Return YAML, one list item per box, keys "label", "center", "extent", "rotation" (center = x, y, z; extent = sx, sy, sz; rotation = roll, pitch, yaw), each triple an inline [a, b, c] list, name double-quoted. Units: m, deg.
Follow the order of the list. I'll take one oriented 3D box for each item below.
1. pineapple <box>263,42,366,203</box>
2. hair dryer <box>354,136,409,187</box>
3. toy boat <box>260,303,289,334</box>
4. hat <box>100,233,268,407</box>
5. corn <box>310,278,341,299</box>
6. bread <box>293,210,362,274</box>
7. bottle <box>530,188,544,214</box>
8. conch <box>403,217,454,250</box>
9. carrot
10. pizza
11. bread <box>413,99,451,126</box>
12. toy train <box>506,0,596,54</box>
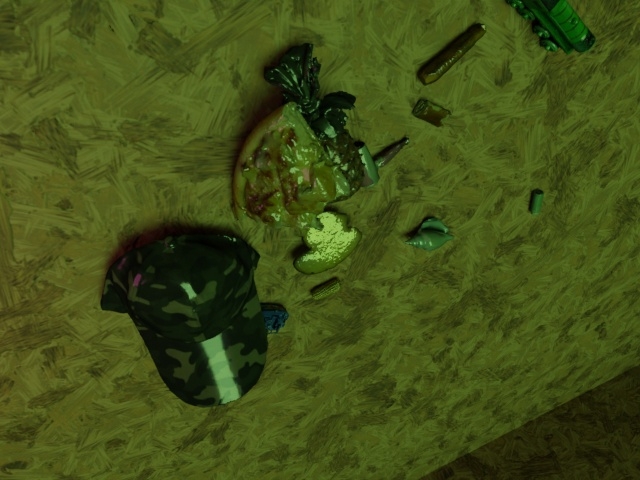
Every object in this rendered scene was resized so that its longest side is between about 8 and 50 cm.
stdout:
- label: "pineapple"
  center: [-0.002, -0.226, 0.880]
  extent: [0.170, 0.141, 0.309]
  rotation: [-11, 127, 18]
- label: "hair dryer"
  center: [0.143, -0.202, 1.037]
  extent: [0.154, 0.054, 0.106]
  rotation: [-31, 129, -16]
- label: "toy boat"
  center: [-0.159, 0.222, 1.156]
  extent: [0.175, 0.110, 0.091]
  rotation: [9, 123, -30]
- label: "hat"
  center: [-0.263, 0.188, 0.976]
  extent: [0.367, 0.381, 0.257]
  rotation: [-22, 174, -12]
- label: "corn"
  center: [0.017, 0.137, 1.230]
  extent: [0.093, 0.037, 0.037]
  rotation: [-23, 132, -7]
- label: "bread"
  center: [0.000, 0.000, 1.105]
  extent: [0.188, 0.065, 0.149]
  rotation: [-41, 122, 10]
- label: "bottle"
  center: [0.671, -0.118, 1.371]
  extent: [0.031, 0.030, 0.083]
  rotation: [-22, 132, -10]
- label: "conch"
  center: [0.307, -0.014, 1.252]
  extent: [0.180, 0.088, 0.065]
  rotation: [-11, 172, -28]
- label: "carrot"
  center: [0.286, -0.403, 0.954]
  extent: [0.171, 0.042, 0.042]
  rotation: [-42, 132, 3]
- label: "pizza"
  center: [-0.070, -0.102, 0.865]
  extent: [0.223, 0.089, 0.323]
  rotation: [35, 138, -2]
- label: "bread"
  center: [0.258, -0.295, 1.022]
  extent: [0.083, 0.036, 0.047]
  rotation: [12, 134, -34]
- label: "toy train"
  center: [0.502, -0.484, 0.947]
  extent: [0.252, 0.119, 0.085]
  rotation: [20, 113, -35]
